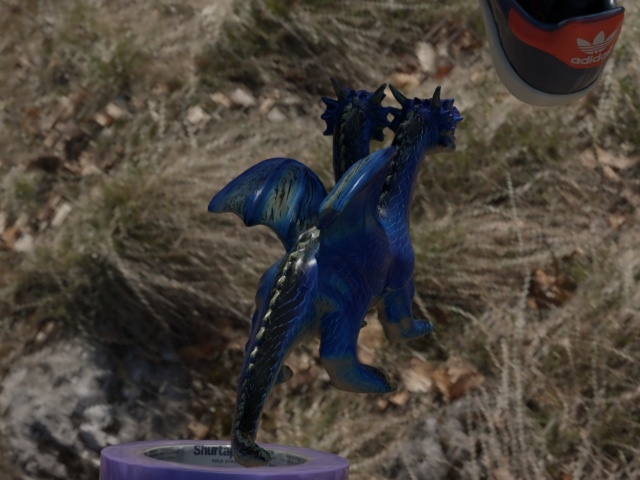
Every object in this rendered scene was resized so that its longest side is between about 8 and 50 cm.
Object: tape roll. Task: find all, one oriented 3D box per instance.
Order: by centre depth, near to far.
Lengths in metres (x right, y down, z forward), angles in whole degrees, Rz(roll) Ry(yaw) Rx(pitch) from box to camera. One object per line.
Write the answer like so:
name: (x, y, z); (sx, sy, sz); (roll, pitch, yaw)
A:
tape roll: (-0.074, 0.201, 0.877); (0.189, 0.189, 0.080); (-1, 86, 43)

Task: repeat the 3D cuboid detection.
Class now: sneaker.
sneaker: (0.171, -0.298, 1.012); (0.131, 0.148, 0.350); (-21, 76, -14)

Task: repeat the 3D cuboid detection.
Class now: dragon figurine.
dragon figurine: (0.000, 0.000, 0.595); (0.085, 0.144, 0.289); (0, 17, 28)
